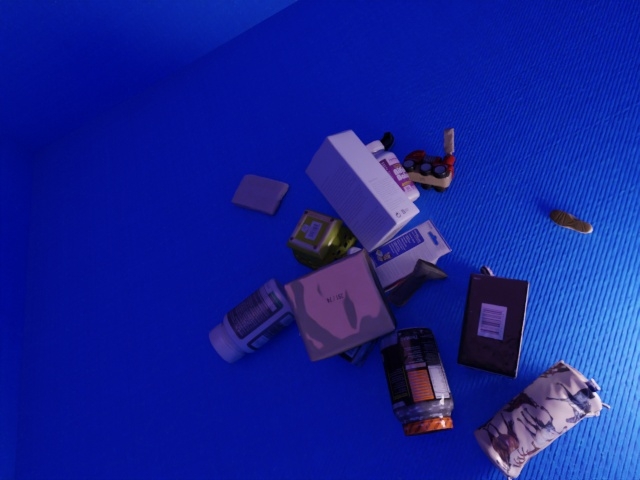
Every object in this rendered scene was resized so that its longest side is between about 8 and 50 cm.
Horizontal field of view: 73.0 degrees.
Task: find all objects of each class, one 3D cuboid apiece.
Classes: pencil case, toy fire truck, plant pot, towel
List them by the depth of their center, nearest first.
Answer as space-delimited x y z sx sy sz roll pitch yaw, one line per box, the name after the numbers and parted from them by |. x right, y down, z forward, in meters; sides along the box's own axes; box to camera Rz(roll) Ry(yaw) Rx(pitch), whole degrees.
0.682 0.569 1.364 0.410 0.160 0.183 -40 43 0 | pencil case
0.000 0.000 1.896 0.227 0.207 0.228 21 74 30 | plant pot
0.496 -0.366 1.919 0.217 0.158 0.246 17 60 28 | toy fire truck
-0.314 -0.237 2.236 0.283 0.049 0.187 18 75 27 | towel

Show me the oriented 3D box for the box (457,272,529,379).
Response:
0.578 0.277 1.438 0.183 0.294 0.295 8 83 27 | box

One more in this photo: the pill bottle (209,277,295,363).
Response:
-0.280 0.345 1.843 0.361 0.204 0.204 -38 57 1 | pill bottle

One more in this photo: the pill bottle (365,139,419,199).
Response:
0.284 -0.277 1.880 0.169 0.169 0.301 -32 82 5 | pill bottle

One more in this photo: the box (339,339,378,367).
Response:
0.147 0.348 1.703 0.164 0.142 0.247 29 81 30 | box

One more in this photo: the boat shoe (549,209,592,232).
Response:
0.948 -0.070 1.641 0.153 0.048 0.056 30 103 38 | boat shoe

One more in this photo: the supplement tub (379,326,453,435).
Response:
0.336 0.491 1.516 0.207 0.207 0.337 -17 60 14 | supplement tub

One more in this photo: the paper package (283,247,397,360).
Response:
0.077 0.238 1.568 0.325 0.168 0.309 -24 74 10 | paper package

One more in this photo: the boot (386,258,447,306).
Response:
0.383 0.180 1.712 0.208 0.190 0.076 -59 32 14 | boot

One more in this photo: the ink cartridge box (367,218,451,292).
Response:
0.339 0.076 1.803 0.371 0.069 0.175 -31 57 9 | ink cartridge box

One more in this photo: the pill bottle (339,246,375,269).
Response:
0.100 0.154 1.778 0.245 0.137 0.136 -50 53 29 | pill bottle

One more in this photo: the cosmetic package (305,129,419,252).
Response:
0.161 -0.206 1.784 0.162 0.230 0.453 -28 76 -39 | cosmetic package

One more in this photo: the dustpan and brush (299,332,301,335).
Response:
-0.018 0.334 1.812 0.211 0.147 0.060 -42 12 34 | dustpan and brush

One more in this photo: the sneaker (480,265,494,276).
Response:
0.623 0.177 1.636 0.075 0.063 0.170 -12 66 10 | sneaker

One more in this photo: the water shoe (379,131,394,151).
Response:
0.281 -0.429 2.064 0.073 0.080 0.203 23 76 30 | water shoe
